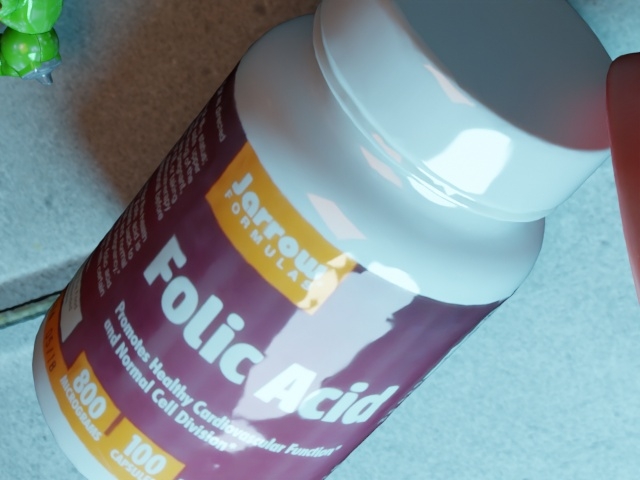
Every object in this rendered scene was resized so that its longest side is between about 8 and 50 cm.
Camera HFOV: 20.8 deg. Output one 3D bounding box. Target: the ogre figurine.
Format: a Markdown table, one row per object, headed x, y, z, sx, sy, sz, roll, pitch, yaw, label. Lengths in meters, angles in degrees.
| x | y | z | sx | sy | sz | roll | pitch | yaw | label |
| --- | --- | --- | --- | --- | --- | --- | --- | --- | --- |
| -0.223 | -0.192 | 1.205 | 0.118 | 0.097 | 0.197 | 29 | 108 | 31 | ogre figurine |

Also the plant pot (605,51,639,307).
| x | y | z | sx | sy | sz | roll | pitch | yaw | label |
| --- | --- | --- | --- | --- | --- | --- | --- | --- | --- |
| 0.309 | 0.000 | 0.954 | 0.243 | 0.275 | 0.275 | -13 | 108 | 18 | plant pot |

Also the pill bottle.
| x | y | z | sx | sy | sz | roll | pitch | yaw | label |
| --- | --- | --- | --- | --- | --- | --- | --- | --- | --- |
| 0.000 | 0.000 | 1.106 | 0.224 | 0.224 | 0.392 | 42 | 124 | 2 | pill bottle |
